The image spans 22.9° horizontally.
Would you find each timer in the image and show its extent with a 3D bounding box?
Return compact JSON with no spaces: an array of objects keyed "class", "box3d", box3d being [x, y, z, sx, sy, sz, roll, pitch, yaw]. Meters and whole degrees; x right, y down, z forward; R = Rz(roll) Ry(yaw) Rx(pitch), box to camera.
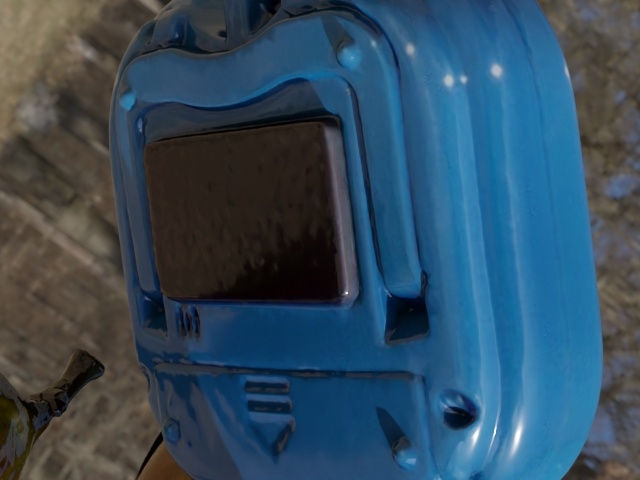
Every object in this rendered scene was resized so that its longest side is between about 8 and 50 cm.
[{"class":"timer","box3d":[0.000,0.000,0.881,0.340,0.115,0.309,-3,-86,52]}]

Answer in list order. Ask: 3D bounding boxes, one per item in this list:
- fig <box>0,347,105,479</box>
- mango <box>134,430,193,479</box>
[{"class":"fig","box3d":[-0.230,0.111,0.903,0.170,0.274,0.146,43,-57,26]},{"class":"mango","box3d":[-0.080,0.220,1.224,0.166,0.136,0.236,13,-104,34]}]
